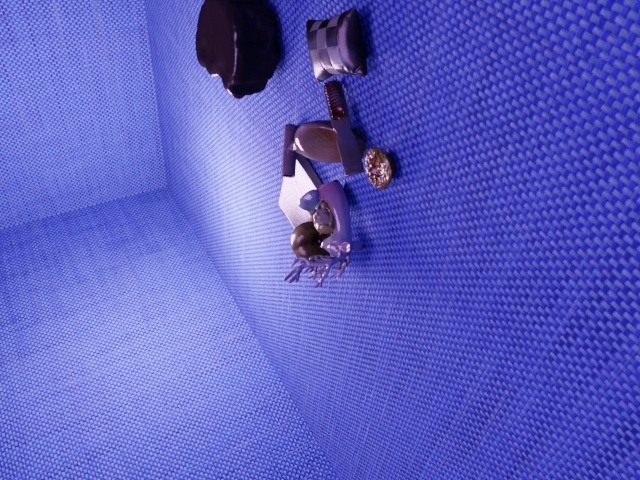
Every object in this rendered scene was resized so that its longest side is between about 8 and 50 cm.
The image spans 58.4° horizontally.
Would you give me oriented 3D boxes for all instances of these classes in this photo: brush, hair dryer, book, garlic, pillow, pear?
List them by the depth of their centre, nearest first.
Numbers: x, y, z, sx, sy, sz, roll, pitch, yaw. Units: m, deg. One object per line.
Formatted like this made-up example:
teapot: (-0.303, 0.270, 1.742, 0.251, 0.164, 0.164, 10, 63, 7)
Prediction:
pillow: (0.047, -0.554, 1.636, 0.250, 0.106, 0.186, 18, 124, 56)
brush: (0.065, -0.344, 1.713, 0.050, 0.060, 0.321, 53, -158, -70)
garlic: (0.022, -0.322, 1.846, 0.318, 0.112, 0.143, 20, 135, 52)
hair dryer: (-0.061, -0.337, 2.042, 0.220, 0.054, 0.195, -8, 76, 52)
pear: (-0.030, 0.010, 2.131, 0.136, 0.167, 0.167, -1, 106, 67)
book: (-0.076, -0.163, 2.256, 0.260, 0.043, 0.371, 58, 154, 23)

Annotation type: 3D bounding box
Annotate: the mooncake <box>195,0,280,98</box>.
mooncake: (-0.302, -0.736, 2.107, 0.381, 0.212, 0.350, 61, 149, 23)

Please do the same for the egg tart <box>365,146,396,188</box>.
egg tart: (0.178, -0.211, 1.669, 0.130, 0.052, 0.130, 42, 141, 47)

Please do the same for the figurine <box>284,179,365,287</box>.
figurine: (0.010, 0.002, 1.951, 0.206, 0.284, 0.315, 29, -141, -57)
